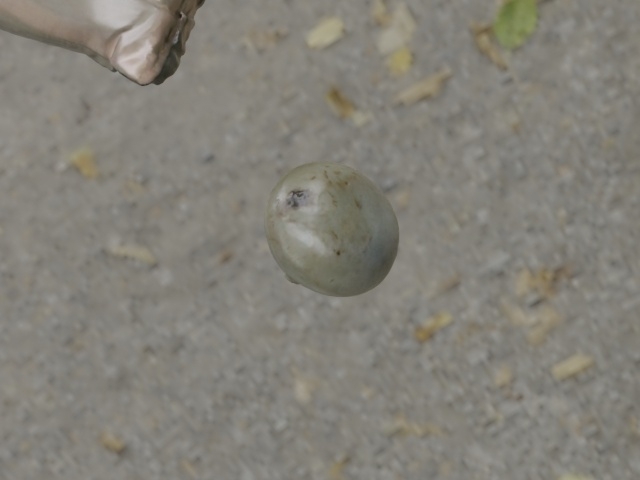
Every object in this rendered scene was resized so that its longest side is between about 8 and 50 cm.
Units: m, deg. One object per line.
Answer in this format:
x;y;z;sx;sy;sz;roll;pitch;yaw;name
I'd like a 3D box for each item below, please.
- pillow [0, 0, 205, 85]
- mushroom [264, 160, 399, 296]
-0.157;-0.169;0.916;0.270;0.067;0.173;15;71;24;pillow
0.000;0.000;1.143;0.079;0.085;0.085;-42;31;42;mushroom
